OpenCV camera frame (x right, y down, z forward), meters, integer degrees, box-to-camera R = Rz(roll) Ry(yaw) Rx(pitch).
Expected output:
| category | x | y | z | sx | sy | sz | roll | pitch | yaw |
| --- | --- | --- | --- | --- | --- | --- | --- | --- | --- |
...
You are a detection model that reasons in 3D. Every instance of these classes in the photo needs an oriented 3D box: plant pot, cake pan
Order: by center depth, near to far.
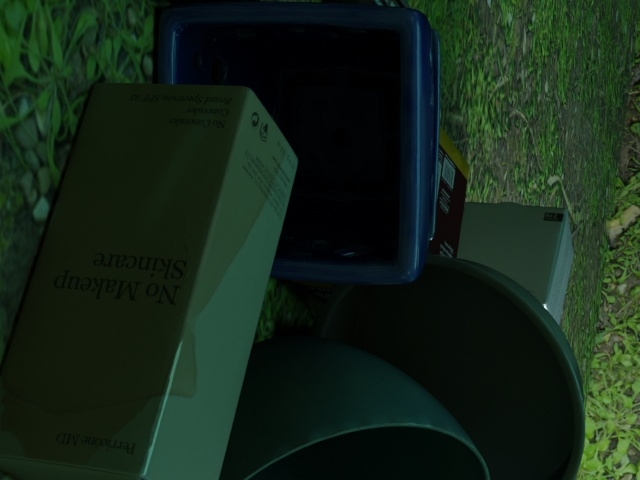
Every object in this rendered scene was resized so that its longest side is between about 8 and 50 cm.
| category | x | y | z | sx | sy | sz | roll | pitch | yaw |
| --- | --- | --- | --- | --- | --- | --- | --- | --- | --- |
| plant pot | -0.004 | -0.093 | 1.254 | 0.212 | 0.235 | 0.236 | -24 | 116 | -74 |
| plant pot | -0.015 | 0.201 | 1.277 | 0.290 | 0.290 | 0.195 | 72 | -7 | -46 |
| cake pan | 0.128 | 0.142 | 1.334 | 0.054 | 0.293 | 0.293 | -32 | 125 | -51 |

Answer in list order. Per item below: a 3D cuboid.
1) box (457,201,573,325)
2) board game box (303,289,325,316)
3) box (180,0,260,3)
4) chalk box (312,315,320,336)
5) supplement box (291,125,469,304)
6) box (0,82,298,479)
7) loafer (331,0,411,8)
| category | x | y | z | sx | sy | sz | roll | pitch | yaw |
| --- | --- | --- | --- | --- | --- | --- | --- | --- | --- |
| box | 0.277 | 0.047 | 2.088 | 0.119 | 0.180 | 0.182 | 67 | 34 | -50 |
| board game box | 0.000 | 0.000 | 1.558 | 0.154 | 0.026 | 0.103 | 71 | 31 | -47 |
| box | -0.125 | -0.346 | 1.092 | 0.293 | 0.073 | 0.296 | -11 | 104 | -68 |
| chalk box | 0.075 | 0.237 | 1.516 | 0.179 | 0.180 | 0.289 | 67 | 25 | -81 |
| supplement box | 0.069 | -0.023 | 1.513 | 0.191 | 0.129 | 0.194 | 39 | 58 | -65 |
| box | -0.131 | 0.043 | 1.054 | 0.121 | 0.148 | 0.311 | 55 | 42 | -58 |
| loafer | 0.066 | -0.203 | 1.608 | 0.267 | 0.096 | 0.084 | 66 | 40 | -55 |
